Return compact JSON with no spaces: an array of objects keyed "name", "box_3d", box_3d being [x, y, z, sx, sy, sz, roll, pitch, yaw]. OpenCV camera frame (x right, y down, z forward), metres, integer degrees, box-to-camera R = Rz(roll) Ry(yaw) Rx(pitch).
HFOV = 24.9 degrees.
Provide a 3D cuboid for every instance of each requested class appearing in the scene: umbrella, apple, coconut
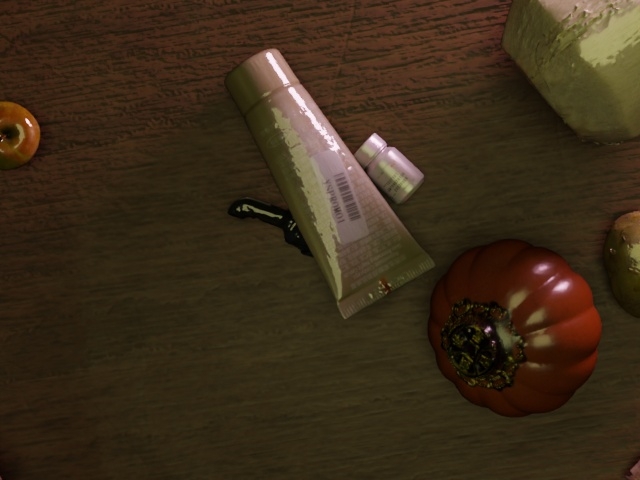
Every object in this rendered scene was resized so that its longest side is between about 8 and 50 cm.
[{"name":"umbrella","box_3d":[0.003,-0.007,1.850,0.248,0.071,0.070,22,93,0]},{"name":"apple","box_3d":[-0.403,-0.134,1.859,0.090,0.074,0.089,0,92,0]},{"name":"coconut","box_3d":[0.360,-0.252,1.740,0.247,0.245,0.245,-39,90,9]}]

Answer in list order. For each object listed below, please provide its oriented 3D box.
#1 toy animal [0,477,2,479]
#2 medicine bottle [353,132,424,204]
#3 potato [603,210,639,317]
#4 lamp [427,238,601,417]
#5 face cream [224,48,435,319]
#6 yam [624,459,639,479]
[{"name":"toy animal","box_3d":[-0.557,0.413,1.803,0.247,0.277,0.345,18,96,15]},{"name":"medicine bottle","box_3d":[0.086,-0.091,1.850,0.089,0.052,0.052,43,93,0]},{"name":"potato","box_3d":[0.407,0.032,1.831,0.092,0.070,0.137,-17,91,4]},{"name":"lamp","box_3d":[0.235,0.108,1.779,0.223,0.197,0.223,14,113,36]},{"name":"face cream","box_3d":[-0.001,-0.079,1.817,0.137,0.084,0.341,-30,82,-16]},{"name":"yam","box_3d":[0.488,0.219,1.847,0.046,0.046,0.264,41,95,1]}]
